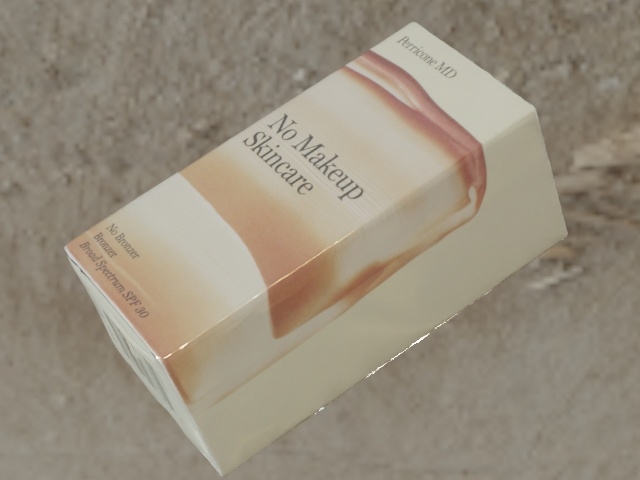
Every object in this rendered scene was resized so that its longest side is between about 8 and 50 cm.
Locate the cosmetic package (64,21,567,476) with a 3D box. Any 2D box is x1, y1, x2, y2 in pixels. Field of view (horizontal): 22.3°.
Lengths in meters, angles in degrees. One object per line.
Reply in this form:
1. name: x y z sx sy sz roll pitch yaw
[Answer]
1. cosmetic package: 0.000 0.000 1.100 0.296 0.153 0.129 -35 134 -15
